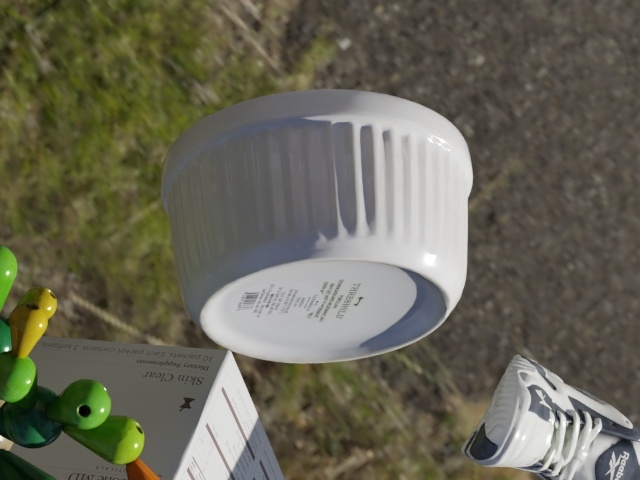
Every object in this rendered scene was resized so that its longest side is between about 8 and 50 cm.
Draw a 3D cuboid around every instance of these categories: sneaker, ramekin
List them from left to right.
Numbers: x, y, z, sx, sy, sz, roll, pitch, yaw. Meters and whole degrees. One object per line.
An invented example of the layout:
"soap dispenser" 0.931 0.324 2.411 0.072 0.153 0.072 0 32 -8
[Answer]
"ramekin" 0.000 0.000 1.134 0.207 0.109 0.207 -3 154 -1
"sneaker" 0.210 0.171 1.463 0.094 0.153 0.235 -61 171 1

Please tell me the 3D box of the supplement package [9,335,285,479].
"supplement package" -0.181 0.191 1.323 0.262 0.145 0.204 2 138 22

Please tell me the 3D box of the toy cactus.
"toy cactus" -0.190 0.116 1.039 0.112 0.180 0.219 -35 105 -41
